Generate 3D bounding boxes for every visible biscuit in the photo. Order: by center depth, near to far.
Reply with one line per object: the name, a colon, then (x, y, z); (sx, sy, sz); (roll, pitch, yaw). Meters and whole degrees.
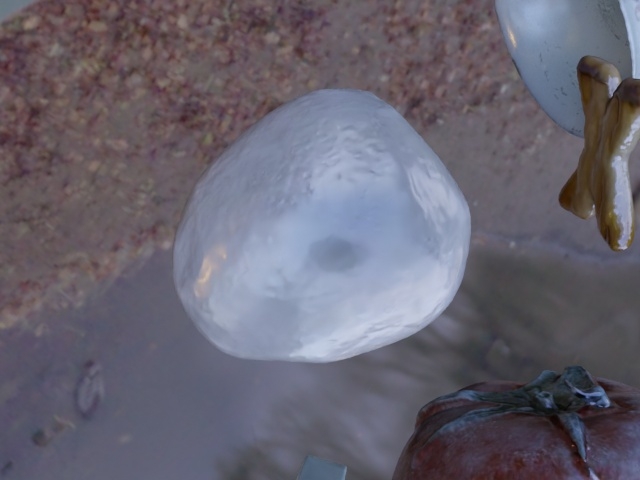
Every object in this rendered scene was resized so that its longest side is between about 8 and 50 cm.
biscuit: (0.351, -0.108, 1.264); (0.047, 0.164, 0.208); (-3, 115, -11)

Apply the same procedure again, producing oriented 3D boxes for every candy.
candy: (0.000, 0.000, 1.452); (0.427, 0.186, 0.386); (-28, 102, -7)

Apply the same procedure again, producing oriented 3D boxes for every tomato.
tomato: (0.218, 0.253, 0.945); (0.317, 0.317, 0.282); (-13, 101, -45)

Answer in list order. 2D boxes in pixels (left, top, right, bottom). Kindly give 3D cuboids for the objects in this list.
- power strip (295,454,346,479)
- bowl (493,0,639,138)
power strip: (-0.040, 0.385, 1.139); (0.385, 0.062, 0.091); (-67, 172, -53)
bowl: (0.486, -0.407, 1.788); (0.196, 0.435, 0.435); (-22, 135, -10)
